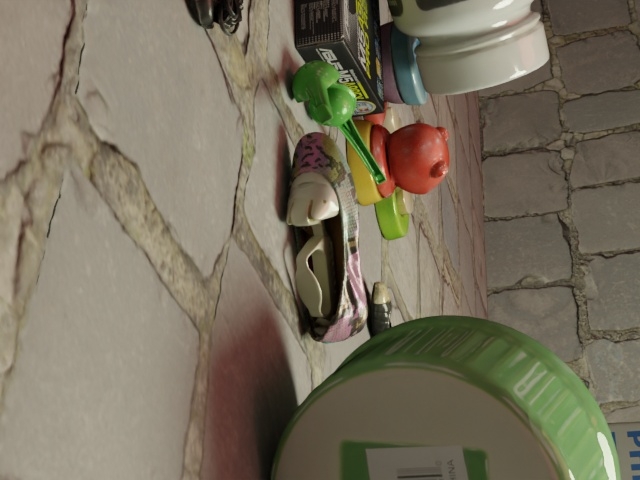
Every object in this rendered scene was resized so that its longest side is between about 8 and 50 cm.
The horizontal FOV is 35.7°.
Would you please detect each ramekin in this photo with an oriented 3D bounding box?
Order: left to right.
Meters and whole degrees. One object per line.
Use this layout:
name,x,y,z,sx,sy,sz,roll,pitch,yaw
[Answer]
ramekin,0.102,0.225,0.876,0.148,0.303,0.304,-7,90,-68

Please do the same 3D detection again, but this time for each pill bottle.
pill bottle,0.168,-0.384,1.271,0.204,0.204,0.361,-62,137,-65

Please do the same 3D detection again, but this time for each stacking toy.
stacking toy,0.137,-0.159,1.472,0.279,0.130,0.309,59,29,-57

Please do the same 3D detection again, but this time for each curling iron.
curling iron,-0.103,-0.306,0.820,0.068,0.035,0.274,-57,139,-74

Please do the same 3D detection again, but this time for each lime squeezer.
lime squeezer,0.022,-0.144,1.118,0.110,0.059,0.310,45,3,16

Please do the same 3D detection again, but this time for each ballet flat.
ballet flat,0.000,0.000,1.026,0.079,0.076,0.222,-18,102,-55
ballet flat,0.098,0.131,1.359,0.057,0.049,0.173,-70,150,-61

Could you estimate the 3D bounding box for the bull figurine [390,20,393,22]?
bull figurine,0.106,-0.463,1.468,0.188,0.101,0.311,93,-22,-78

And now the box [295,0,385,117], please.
box,0.025,-0.319,1.255,0.216,0.060,0.270,46,40,-67

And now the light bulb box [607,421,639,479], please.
light bulb box,0.256,0.436,1.218,0.225,0.360,0.358,65,24,-49
